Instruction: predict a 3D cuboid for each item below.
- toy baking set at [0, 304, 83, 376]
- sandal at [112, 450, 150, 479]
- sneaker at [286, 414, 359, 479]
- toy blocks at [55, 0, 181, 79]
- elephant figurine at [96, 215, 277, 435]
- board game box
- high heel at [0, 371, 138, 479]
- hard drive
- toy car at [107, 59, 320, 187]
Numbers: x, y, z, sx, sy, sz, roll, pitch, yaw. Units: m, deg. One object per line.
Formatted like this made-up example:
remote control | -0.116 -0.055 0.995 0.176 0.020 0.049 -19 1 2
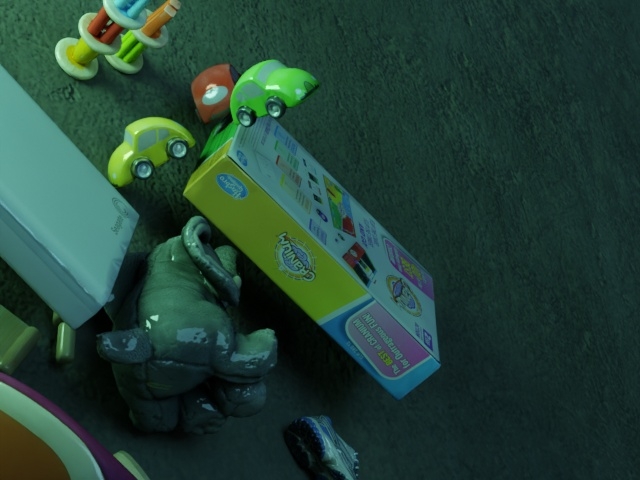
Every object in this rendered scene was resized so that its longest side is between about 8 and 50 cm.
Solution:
toy baking set | -0.299 0.001 1.163 0.196 0.030 0.256 28 46 -30
sandal | -0.138 0.299 1.080 0.079 0.088 0.240 -31 72 -27
sneaker | 0.022 0.239 1.305 0.058 0.052 0.135 -16 75 -54
toy blocks | -0.198 -0.235 1.342 0.123 0.148 0.054 -19 77 -50
elephant figurine | -0.138 0.056 1.212 0.169 0.186 0.239 -2 51 -13
board game box | 0.000 0.000 1.374 0.316 0.064 0.242 45 17 -12
high heel | -0.144 0.238 0.954 0.377 0.127 0.181 52 9 4
hard drive | -0.304 -0.102 1.096 0.353 0.047 0.233 49 13 -16
toy car | -0.097 -0.145 1.305 0.239 0.225 0.053 -46 114 -44
